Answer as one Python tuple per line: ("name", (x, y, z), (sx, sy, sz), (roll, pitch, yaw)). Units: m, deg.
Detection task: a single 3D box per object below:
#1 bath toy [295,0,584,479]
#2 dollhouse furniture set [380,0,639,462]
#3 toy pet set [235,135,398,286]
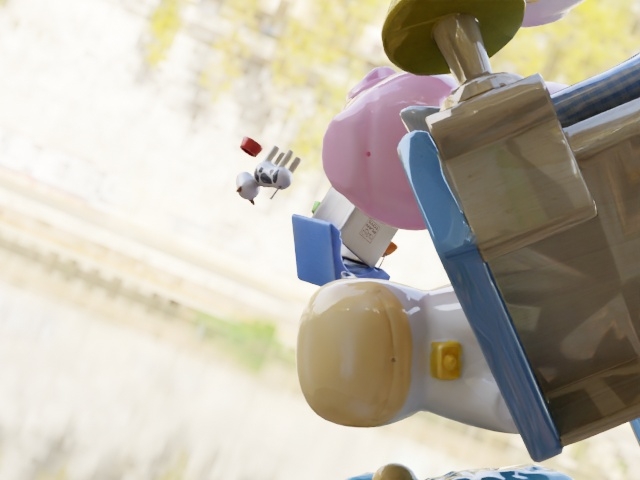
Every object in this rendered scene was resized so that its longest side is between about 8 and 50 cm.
("bath toy", (0.061, -0.024, 0.957), (0.151, 0.348, 0.129), (2, 5, -28))
("dollhouse furniture set", (0.173, -0.061, 0.694), (0.303, 0.286, 0.198), (58, 10, -54))
("toy pet set", (0.000, 0.000, 1.271), (0.122, 0.065, 0.114), (41, -14, -34))
